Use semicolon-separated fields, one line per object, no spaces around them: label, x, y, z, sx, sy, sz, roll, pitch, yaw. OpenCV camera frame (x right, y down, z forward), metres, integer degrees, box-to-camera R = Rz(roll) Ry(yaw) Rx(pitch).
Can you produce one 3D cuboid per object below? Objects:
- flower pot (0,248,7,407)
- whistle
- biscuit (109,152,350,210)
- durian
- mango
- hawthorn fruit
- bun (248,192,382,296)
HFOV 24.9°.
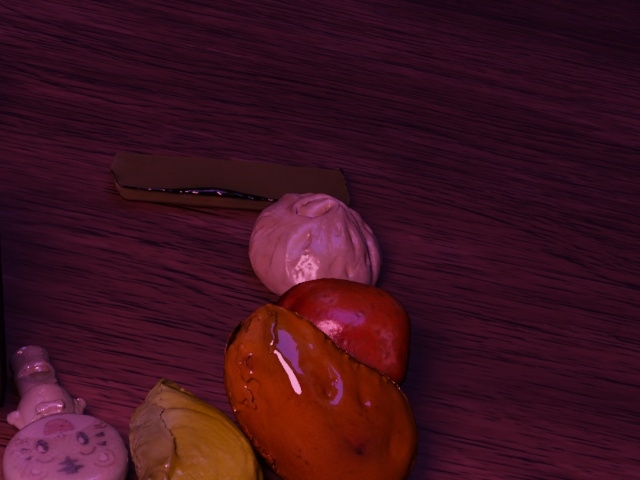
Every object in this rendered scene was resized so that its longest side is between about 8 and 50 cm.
flower pot;-0.487;0.031;1.467;0.330;0.294;0.294;-2;39;-11
whistle;-0.272;0.201;1.487;0.126;0.067;0.258;-10;38;-20
biscuit;-0.118;-0.072;1.925;0.322;0.038;0.099;3;34;-14
durian;-0.127;0.241;1.439;0.139;0.101;0.250;15;33;-26
mango;0.001;0.173;1.495;0.156;0.151;0.249;-39;99;-11
hawthorn fruit;0.000;0.116;1.609;0.194;0.157;0.157;10;35;-22
bun;0.000;0.000;1.816;0.183;0.102;0.183;11;37;-9
